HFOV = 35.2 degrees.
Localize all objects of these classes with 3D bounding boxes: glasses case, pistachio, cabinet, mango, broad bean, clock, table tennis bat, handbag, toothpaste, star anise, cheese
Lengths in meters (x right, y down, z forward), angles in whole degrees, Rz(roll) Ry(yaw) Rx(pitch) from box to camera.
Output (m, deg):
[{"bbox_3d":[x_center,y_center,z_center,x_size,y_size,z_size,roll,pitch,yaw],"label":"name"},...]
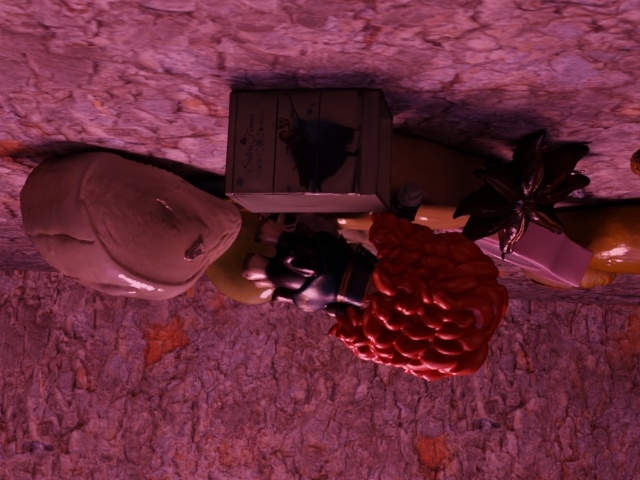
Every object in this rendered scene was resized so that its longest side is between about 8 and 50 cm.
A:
[{"bbox_3d":[0.000,0.000,1.796,0.071,0.047,0.205,8,169,8],"label":"glasses case"},{"bbox_3d":[0.597,0.070,2.512,0.206,0.131,0.129,-7,124,50],"label":"pistachio"},{"bbox_3d":[-0.011,-0.121,1.398,0.206,0.145,0.150,0,171,12],"label":"cabinet"},{"bbox_3d":[0.595,-0.004,2.038,0.195,0.142,0.332,13,174,-40],"label":"mango"},{"bbox_3d":[-0.174,0.025,2.206,0.263,0.189,0.121,40,179,14],"label":"broad bean"},{"bbox_3d":[0.357,-0.006,1.968,0.275,0.080,0.290,25,177,-34],"label":"clock"},{"bbox_3d":[-0.143,-0.090,1.988,0.329,0.044,0.215,-3,167,41],"label":"table tennis bat"},{"bbox_3d":[0.040,-0.030,2.097,0.253,0.109,0.316,7,175,-37],"label":"handbag"},{"bbox_3d":[0.126,-0.051,1.520,0.062,0.037,0.216,-1,168,-5],"label":"toothpaste"},{"bbox_3d":[0.307,-0.085,1.601,0.272,0.102,0.272,-15,138,-14],"label":"star anise"},{"bbox_3d":[0.114,-0.083,1.741,0.384,0.104,0.384,2,171,0],"label":"cheese"}]

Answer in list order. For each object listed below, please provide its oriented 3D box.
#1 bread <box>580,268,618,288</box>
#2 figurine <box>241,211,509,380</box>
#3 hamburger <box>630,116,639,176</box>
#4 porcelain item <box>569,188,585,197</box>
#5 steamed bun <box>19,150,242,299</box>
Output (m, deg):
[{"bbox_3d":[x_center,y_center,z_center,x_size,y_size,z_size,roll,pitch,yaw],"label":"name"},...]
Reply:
[{"bbox_3d":[0.572,0.042,2.241,0.213,0.104,0.213,-4,-162,1],"label":"bread"},{"bbox_3d":[0.075,0.074,1.576,0.412,0.241,0.306,9,154,35],"label":"figurine"},{"bbox_3d":[0.529,-0.126,1.344,0.262,0.124,0.131,10,-172,-16],"label":"hamburger"},{"bbox_3d":[0.452,-0.096,1.811,0.036,0.028,0.083,-20,161,22],"label":"porcelain item"},{"bbox_3d":[-0.351,-0.005,1.862,0.247,0.236,0.384,-2,164,45],"label":"steamed bun"}]
